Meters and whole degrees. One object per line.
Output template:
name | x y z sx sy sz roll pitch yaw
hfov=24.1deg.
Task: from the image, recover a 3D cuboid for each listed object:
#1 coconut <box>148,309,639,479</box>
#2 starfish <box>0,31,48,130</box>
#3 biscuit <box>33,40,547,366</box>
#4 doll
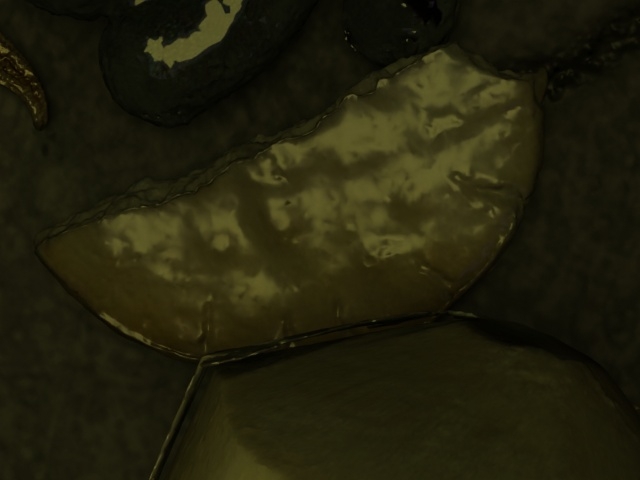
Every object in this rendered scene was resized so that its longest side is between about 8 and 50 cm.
coconut | 0.045 0.182 0.674 0.323 0.323 0.322 0 89 5
starfish | -0.256 -0.118 0.824 0.213 0.057 0.238 0 93 -3
biscuit | 0.000 0.000 0.798 0.290 0.038 0.141 -24 97 8
doll | 0.004 -0.192 0.748 0.340 0.158 0.246 -36 107 1
